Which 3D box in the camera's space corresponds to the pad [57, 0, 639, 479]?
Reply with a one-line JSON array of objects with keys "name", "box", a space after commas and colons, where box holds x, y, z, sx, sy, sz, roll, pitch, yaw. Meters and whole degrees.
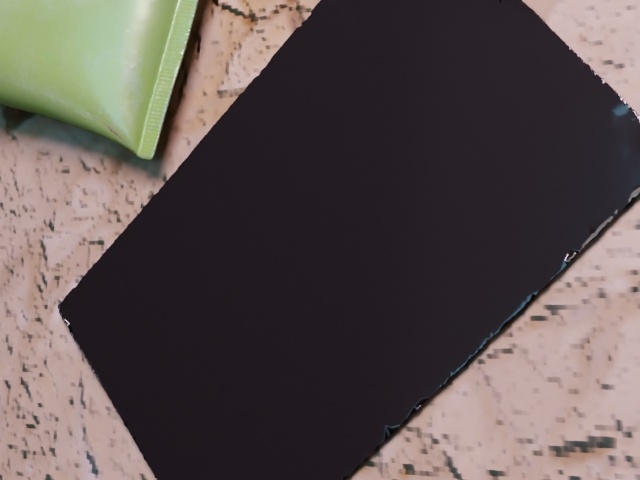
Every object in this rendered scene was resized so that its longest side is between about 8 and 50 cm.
[{"name": "pad", "box": [0.000, 0.000, 0.503, 0.243, 0.004, 0.163, -47, 58, 17]}]

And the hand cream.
[{"name": "hand cream", "box": [-0.131, -0.097, 0.594, 0.175, 0.046, 0.095, 14, 86, 29]}]
